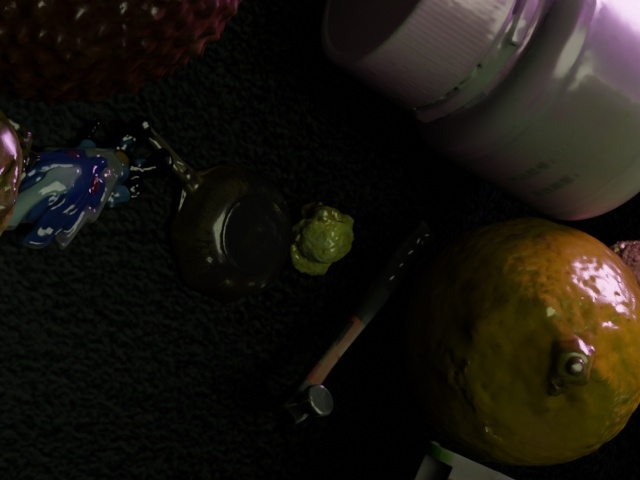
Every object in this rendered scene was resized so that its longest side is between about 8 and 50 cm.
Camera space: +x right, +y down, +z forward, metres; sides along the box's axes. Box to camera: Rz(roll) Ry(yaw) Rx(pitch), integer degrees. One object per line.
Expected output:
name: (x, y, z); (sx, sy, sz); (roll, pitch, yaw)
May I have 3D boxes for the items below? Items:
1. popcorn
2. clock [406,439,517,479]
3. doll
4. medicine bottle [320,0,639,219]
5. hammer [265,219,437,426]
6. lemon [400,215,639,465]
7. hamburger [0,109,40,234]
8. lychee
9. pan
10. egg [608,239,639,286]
popcorn: (-0.002, 0.001, 1.614); (0.059, 0.068, 0.083); (12, 124, -16)
clock: (0.098, 0.361, 1.613); (0.166, 0.235, 0.310); (24, 85, 5)
doll: (-0.220, -0.048, 1.433); (0.195, 0.070, 0.096); (-29, 80, -36)
medicine bottle: (0.187, -0.191, 1.624); (0.324, 0.256, 0.256); (28, 76, -26)
hammer: (0.038, 0.078, 1.632); (0.033, 0.111, 0.288); (49, 54, -13)
lemon: (0.209, 0.104, 1.639); (0.253, 0.310, 0.254); (-2, 99, -13)
hamburger: (-0.338, -0.057, 1.313); (0.183, 0.130, 0.206); (40, 53, -26)
lychee: (-0.182, -0.248, 1.319); (0.275, 0.275, 0.304); (40, 85, -33)
pan: (-0.103, -0.020, 1.535); (0.202, 0.048, 0.128); (27, 76, -37)
egg: (0.367, 0.058, 1.878); (0.140, 0.118, 0.116); (-18, 147, -45)
